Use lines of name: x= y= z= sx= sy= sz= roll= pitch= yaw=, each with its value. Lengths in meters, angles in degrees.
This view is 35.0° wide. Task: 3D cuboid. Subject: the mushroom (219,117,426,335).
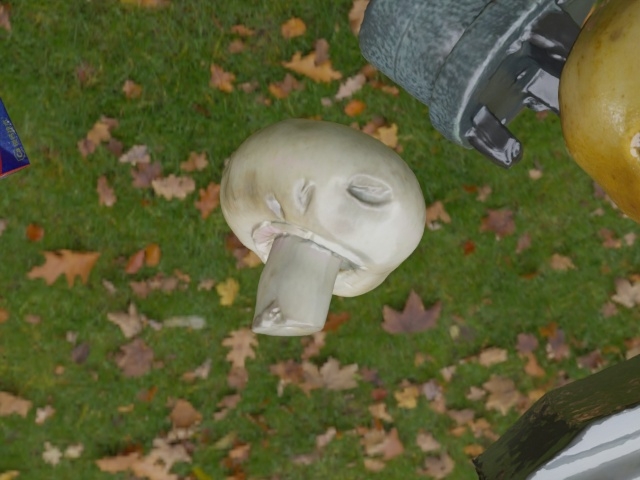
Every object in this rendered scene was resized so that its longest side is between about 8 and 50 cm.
mushroom: x=0.013 y=-0.023 z=1.655 sx=0.325 sy=0.353 sz=0.353 roll=1 pitch=137 yaw=-50

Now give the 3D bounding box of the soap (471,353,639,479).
soap: x=0.407 y=0.286 z=1.113 sx=0.435 sy=0.213 sz=0.350 roll=-23 pitch=99 yaw=4

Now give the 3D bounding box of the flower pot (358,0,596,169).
flower pot: x=0.240 y=-0.279 z=1.390 sx=0.299 sy=0.283 sz=0.299 roll=-39 pitch=159 yaw=-18

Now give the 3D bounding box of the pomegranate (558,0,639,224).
pomegranate: x=0.278 y=-0.096 z=0.663 sx=0.233 sy=0.233 sz=0.233 roll=-5 pitch=131 yaw=-6

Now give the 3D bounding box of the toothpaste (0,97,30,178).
toothpaste: x=-0.367 y=-0.196 z=0.902 sx=0.066 sy=0.076 sz=0.320 roll=-17 pitch=100 yaw=42
